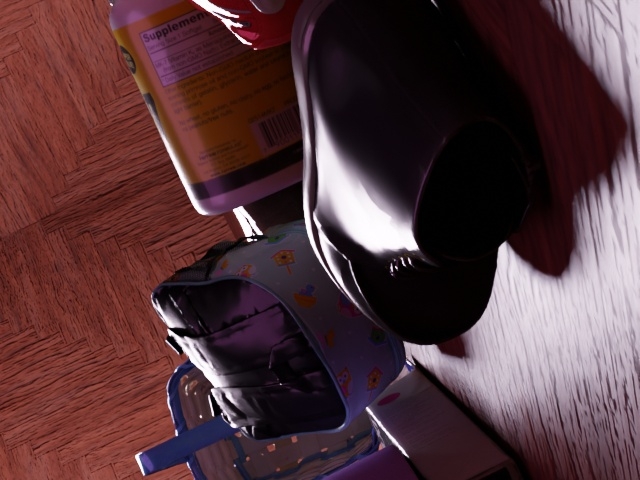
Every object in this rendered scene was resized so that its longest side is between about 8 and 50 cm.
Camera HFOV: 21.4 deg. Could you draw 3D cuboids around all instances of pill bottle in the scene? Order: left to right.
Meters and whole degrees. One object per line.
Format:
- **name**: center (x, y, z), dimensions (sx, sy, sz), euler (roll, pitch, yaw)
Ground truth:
- **pill bottle**: center (-0.075, -0.134, 1.186), dimensions (0.119, 0.119, 0.208), euler (-142, 28, -80)

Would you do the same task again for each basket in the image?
- **basket**: center (-0.060, 0.194, 1.896), dimensions (0.289, 0.255, 0.201), euler (4, -118, -82)

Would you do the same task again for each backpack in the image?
- **backpack**: center (-0.018, 0.067, 1.322), dimensions (0.166, 0.144, 0.188), euler (60, 155, -10)

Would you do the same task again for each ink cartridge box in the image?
- **ink cartridge box**: center (0.110, 0.206, 1.269), dimensions (0.371, 0.069, 0.175), euler (-129, 14, -80)

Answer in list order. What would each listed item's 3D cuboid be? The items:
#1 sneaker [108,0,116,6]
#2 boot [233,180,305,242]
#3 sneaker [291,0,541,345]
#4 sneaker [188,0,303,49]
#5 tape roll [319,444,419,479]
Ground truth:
- **sneaker**: center (-0.102, -0.209, 1.429), dimensions (0.281, 0.105, 0.115), euler (66, -149, -67)
- **boot**: center (0.000, 0.000, 1.458), dimensions (0.207, 0.090, 0.248), euler (50, 170, 2)
- **sneaker**: center (0.046, -0.003, 0.739), dimensions (0.222, 0.083, 0.118), euler (71, 172, -47)
- **sneaker**: center (-0.068, -0.180, 1.002), dimensions (0.118, 0.107, 0.279), euler (57, -178, -28)
- **tape roll**: center (0.072, 0.280, 1.146), dimensions (0.274, 0.090, 0.275), euler (62, 175, 10)
